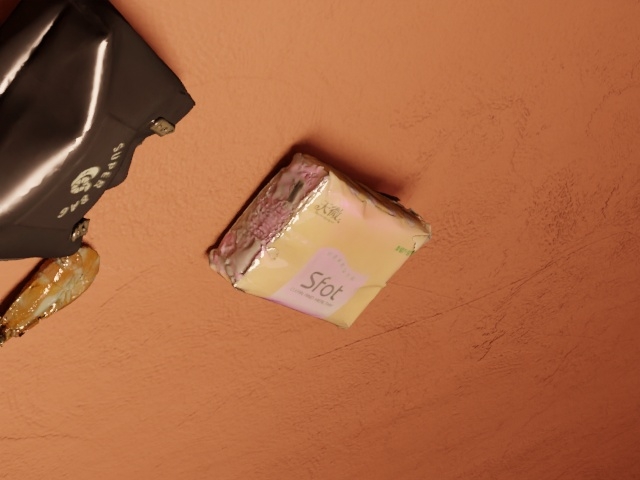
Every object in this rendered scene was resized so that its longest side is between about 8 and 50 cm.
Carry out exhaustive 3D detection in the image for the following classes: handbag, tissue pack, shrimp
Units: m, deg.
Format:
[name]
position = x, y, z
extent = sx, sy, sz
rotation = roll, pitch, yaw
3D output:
[handbag]
position = -0.285, -0.098, 1.555
extent = 0.342, 0.152, 0.288
rotation = -49, 158, 10
[tissue pack]
position = 0.000, 0.000, 1.965
extent = 0.215, 0.123, 0.257
rotation = -50, 139, 14
[shrimp]
position = -0.346, 0.076, 1.762
extent = 0.184, 0.043, 0.091
rotation = -40, 150, -7
